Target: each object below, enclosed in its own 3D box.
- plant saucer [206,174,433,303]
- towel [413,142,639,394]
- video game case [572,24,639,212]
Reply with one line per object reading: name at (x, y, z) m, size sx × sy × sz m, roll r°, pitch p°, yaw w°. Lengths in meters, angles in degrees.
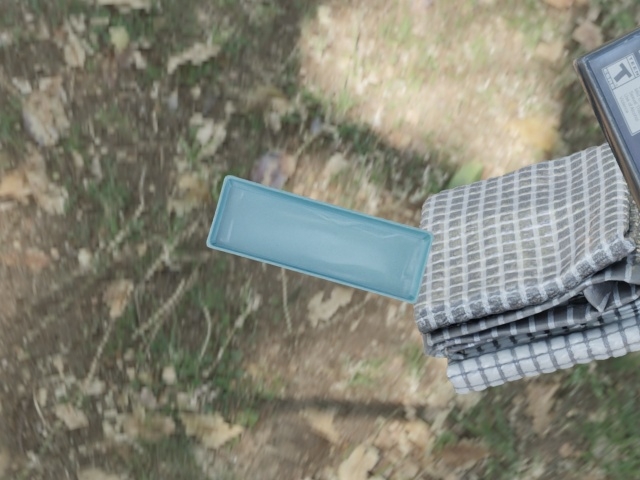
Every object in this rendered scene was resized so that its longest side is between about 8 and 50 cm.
plant saucer at (0.000, 0.000, 1.403) m, size 0.192 × 0.018 × 0.067 m, roll 15°, pitch 80°, yaw -1°
towel at (0.214, 0.015, 1.569) m, size 0.235 × 0.284 × 0.121 m, roll -15°, pitch 114°, yaw 15°
video game case at (0.321, -0.088, 1.028) m, size 0.274 × 0.026 × 0.196 m, roll -28°, pitch 98°, yaw -10°
